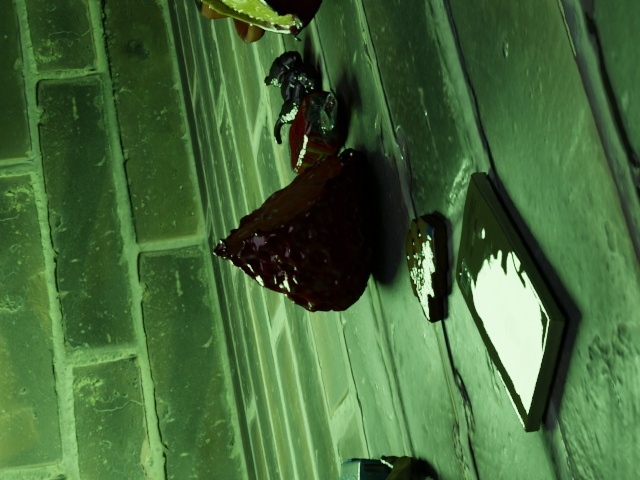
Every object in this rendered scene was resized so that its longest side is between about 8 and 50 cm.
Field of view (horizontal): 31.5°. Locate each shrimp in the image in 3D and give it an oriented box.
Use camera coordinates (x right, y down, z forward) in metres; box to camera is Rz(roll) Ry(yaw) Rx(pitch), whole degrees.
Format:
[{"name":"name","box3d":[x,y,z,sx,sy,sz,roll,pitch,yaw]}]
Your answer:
[{"name":"shrimp","box3d":[0.071,0.318,1.401,0.145,0.059,0.254,-60,-7,13]}]

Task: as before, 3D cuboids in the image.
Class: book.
[{"name":"book","box3d":[0.162,0.051,0.997,0.198,0.016,0.138,-109,16,-47]}]

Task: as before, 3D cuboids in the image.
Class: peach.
[{"name":"peach","box3d":[-0.080,-0.357,1.503,0.226,0.190,0.196,104,148,-45]}]

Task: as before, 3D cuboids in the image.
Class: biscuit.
[{"name":"biscuit","box3d":[0.113,0.019,1.216,0.130,0.019,0.119,99,160,-55]}]

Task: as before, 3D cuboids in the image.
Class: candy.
[{"name":"candy","box3d":[-0.007,-0.150,1.609,0.292,0.059,0.086,127,136,-73]}]

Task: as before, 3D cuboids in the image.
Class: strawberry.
[{"name":"strawberry","box3d":[0.000,0.000,1.489,0.178,0.234,0.234,53,175,-14]}]

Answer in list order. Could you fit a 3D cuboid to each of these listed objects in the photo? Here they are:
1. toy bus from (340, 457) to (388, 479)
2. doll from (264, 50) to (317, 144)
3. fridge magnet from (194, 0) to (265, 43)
[{"name":"toy bus","box3d":[0.062,0.340,1.614,0.153,0.051,0.061,129,145,-75]},{"name":"doll","box3d":[-0.039,-0.230,1.733,0.165,0.057,0.139,125,139,-61]},{"name":"fridge magnet","box3d":[-0.144,-0.497,1.815,0.363,0.155,0.363,172,90,-79]}]
